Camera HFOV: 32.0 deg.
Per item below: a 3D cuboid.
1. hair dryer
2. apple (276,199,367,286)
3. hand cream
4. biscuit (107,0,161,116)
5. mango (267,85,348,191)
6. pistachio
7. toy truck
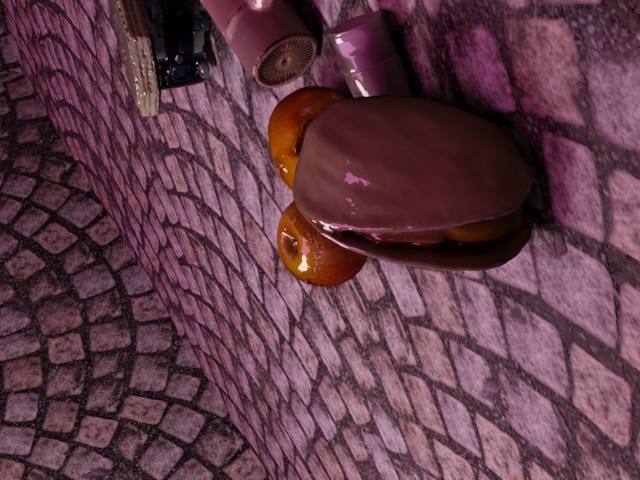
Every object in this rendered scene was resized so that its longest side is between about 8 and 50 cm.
[{"bbox_3d":[-0.066,-0.379,1.449,0.189,0.106,0.344,58,152,26],"label":"hair dryer"},{"bbox_3d":[0.000,0.000,1.658,0.146,0.146,0.146,53,159,32],"label":"apple"},{"bbox_3d":[0.094,-0.118,1.350,0.111,0.070,0.312,16,132,62],"label":"hand cream"},{"bbox_3d":[-0.313,-0.344,1.848,0.150,0.052,0.252,110,144,-66],"label":"biscuit"},{"bbox_3d":[-0.007,-0.129,1.525,0.154,0.126,0.252,54,169,-2],"label":"mango"},{"bbox_3d":[0.092,-0.063,1.209,0.288,0.197,0.166,19,141,37],"label":"pistachio"},{"bbox_3d":[-0.255,-0.390,1.915,0.257,0.108,0.140,95,158,-54],"label":"toy truck"}]
